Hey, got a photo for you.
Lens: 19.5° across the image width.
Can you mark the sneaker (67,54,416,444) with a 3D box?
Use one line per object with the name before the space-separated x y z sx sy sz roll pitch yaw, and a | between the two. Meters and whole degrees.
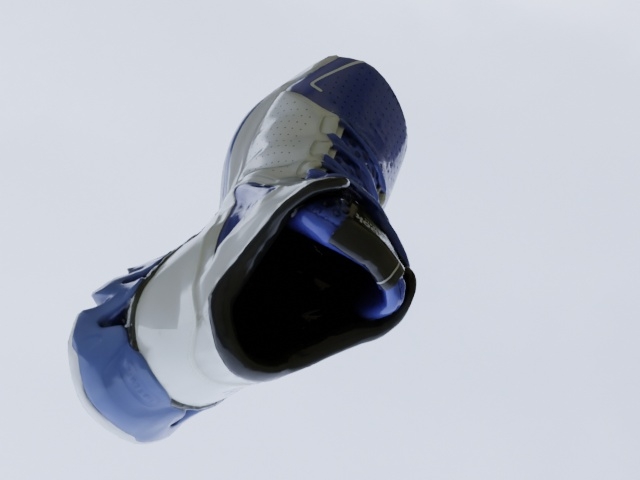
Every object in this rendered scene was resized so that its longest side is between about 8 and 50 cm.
sneaker | -0.001 0.001 1.159 0.127 0.182 0.315 55 -133 -19
